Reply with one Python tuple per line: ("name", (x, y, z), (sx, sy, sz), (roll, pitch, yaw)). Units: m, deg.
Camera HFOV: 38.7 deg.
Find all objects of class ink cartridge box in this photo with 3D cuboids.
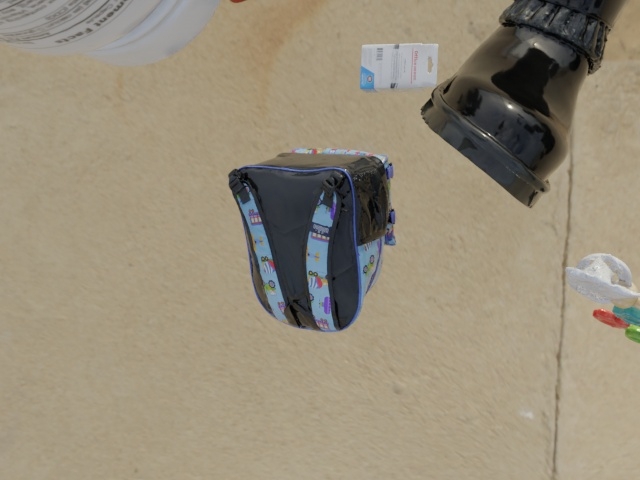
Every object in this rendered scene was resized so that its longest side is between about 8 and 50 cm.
("ink cartridge box", (0.087, -0.184, 0.977), (0.083, 0.028, 0.048), (3, 89, 18))

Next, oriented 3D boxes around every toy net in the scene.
("toy net", (0.313, 0.057, 0.922), (0.122, 0.232, 0.045), (13, 76, 54))

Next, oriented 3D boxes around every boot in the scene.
("boot", (0.221, -0.195, 0.835), (0.131, 0.348, 0.260), (35, 115, -5))

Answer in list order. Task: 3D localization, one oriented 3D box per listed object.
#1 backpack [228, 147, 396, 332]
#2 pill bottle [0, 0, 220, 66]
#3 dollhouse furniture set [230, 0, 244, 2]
("backpack", (0.000, 0.000, 0.935), (0.158, 0.117, 0.173), (4, 108, 35))
("pill bottle", (-0.163, -0.187, 0.463), (0.160, 0.283, 0.160), (-1, 86, 18))
("dollhouse furniture set", (-0.118, -0.333, 0.822), (0.262, 0.259, 0.135), (-6, 39, 41))
